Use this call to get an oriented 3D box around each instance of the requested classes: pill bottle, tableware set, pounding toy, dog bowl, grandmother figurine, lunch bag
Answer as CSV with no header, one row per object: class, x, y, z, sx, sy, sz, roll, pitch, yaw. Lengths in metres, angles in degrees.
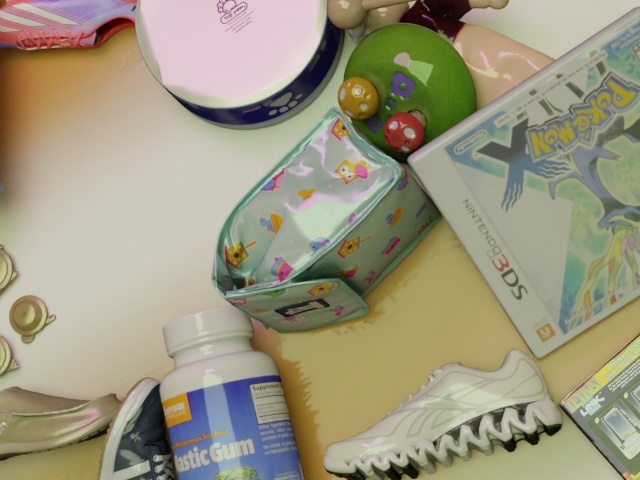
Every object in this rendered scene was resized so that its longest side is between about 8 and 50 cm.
pill bottle,-0.114,0.225,1.553,0.152,0.152,0.272,-17,78,9
tableware set,-0.448,0.099,1.711,0.141,0.020,0.169,-42,76,2
pounding toy,0.084,-0.189,1.538,0.183,0.110,0.237,3,116,32
dog bowl,-0.105,-0.286,1.657,0.264,0.104,0.265,-2,81,11
grandmother figurine,0.167,-0.232,1.597,0.342,0.104,0.208,33,99,17
lunch bag,0.000,0.000,1.527,0.160,0.223,0.262,43,91,22

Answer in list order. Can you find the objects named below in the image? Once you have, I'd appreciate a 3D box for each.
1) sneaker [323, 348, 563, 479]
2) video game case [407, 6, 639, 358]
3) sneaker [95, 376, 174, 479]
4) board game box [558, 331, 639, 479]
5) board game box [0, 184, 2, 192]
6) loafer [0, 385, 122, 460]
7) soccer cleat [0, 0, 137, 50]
sneaker,0.140,0.218,1.534,0.292,0.110,0.118,-16,71,1
video game case,0.320,-0.064,1.506,0.329,0.036,0.300,-33,102,5
sneaker,-0.205,0.324,1.583,0.153,0.099,0.282,17,91,17
board game box,0.395,0.194,1.506,0.170,0.048,0.141,-41,74,4
board game box,-0.609,-0.217,1.740,0.390,0.050,0.390,-8,80,24
loafer,-0.380,0.232,1.634,0.268,0.102,0.092,-14,85,10
soccer cleat,-0.355,-0.296,1.726,0.248,0.083,0.095,-16,83,6
